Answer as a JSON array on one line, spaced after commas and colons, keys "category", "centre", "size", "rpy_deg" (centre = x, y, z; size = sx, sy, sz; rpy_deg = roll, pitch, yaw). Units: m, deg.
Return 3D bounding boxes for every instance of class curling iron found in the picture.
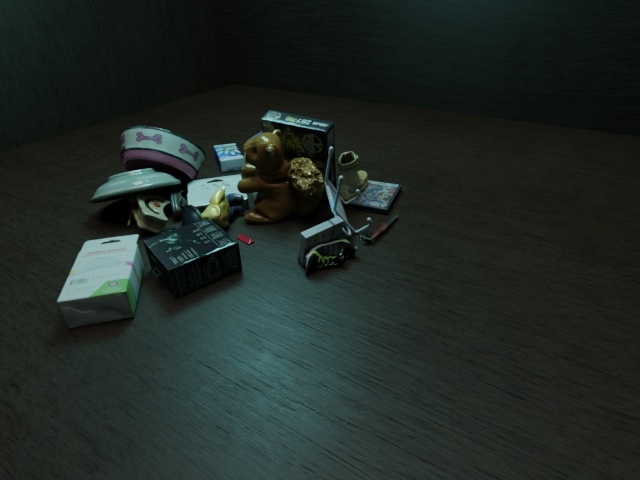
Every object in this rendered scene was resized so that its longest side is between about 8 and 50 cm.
[{"category": "curling iron", "centre": [0.253, -0.057, 1.780], "size": [0.068, 0.035, 0.274], "rpy_deg": [23, 40, 34]}]

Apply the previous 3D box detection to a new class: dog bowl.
[{"category": "dog bowl", "centre": [-0.789, -0.398, 2.087], "size": [0.408, 0.408, 0.150], "rpy_deg": [4, 74, 10]}]

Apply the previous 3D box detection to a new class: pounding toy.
[{"category": "pounding toy", "centre": [-0.761, -0.107, 1.880], "size": [0.154, 0.155, 0.269], "rpy_deg": [9, 30, -42]}]

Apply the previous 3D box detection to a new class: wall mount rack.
[{"category": "wall mount rack", "centre": [0.088, -0.197, 1.740], "size": [0.130, 0.304, 0.350], "rpy_deg": [-30, 43, 15]}]

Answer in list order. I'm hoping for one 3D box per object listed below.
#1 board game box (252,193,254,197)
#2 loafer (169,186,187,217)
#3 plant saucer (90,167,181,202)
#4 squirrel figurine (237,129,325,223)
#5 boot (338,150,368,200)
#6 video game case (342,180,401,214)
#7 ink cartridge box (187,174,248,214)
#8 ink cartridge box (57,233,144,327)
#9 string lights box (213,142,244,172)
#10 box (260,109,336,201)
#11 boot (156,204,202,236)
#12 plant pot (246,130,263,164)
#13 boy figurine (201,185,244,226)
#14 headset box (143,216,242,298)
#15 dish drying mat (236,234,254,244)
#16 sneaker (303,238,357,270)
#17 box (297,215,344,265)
[{"category": "board game box", "centre": [-0.296, -0.242, 2.115], "size": [0.090, 0.020, 0.090], "rpy_deg": [-10, 35, -13]}, {"category": "loafer", "centre": [-0.665, -0.190, 1.987], "size": [0.084, 0.096, 0.267], "rpy_deg": [-7, 30, -20]}, {"category": "plant saucer", "centre": [-0.864, -0.265, 1.960], "size": [0.400, 0.100, 0.400], "rpy_deg": [-13, 9, 2]}, {"category": "squirrel figurine", "centre": [-0.166, -0.289, 1.847], "size": [0.397, 0.370, 0.281], "rpy_deg": [6, 36, 7]}, {"category": "boot", "centre": [0.154, -0.329, 1.990], "size": [0.095, 0.203, 0.262], "rpy_deg": [18, 39, 27]}, {"category": "video game case", "centre": [0.239, -0.219, 2.038], "size": [0.248, 0.035, 0.275], "rpy_deg": [11, 34, 20]}, {"category": "ink cartridge box", "centre": [-0.501, -0.223, 2.037], "size": [0.275, 0.060, 0.239], "rpy_deg": [-9, 38, -13]}, {"category": "ink cartridge box", "centre": [-0.739, 0.126, 1.460], "size": [0.207, 0.119, 0.353], "rpy_deg": [-8, 34, -9]}, {"category": "string lights box", "centre": [-0.534, -0.484, 2.455], "size": [0.133, 0.077, 0.260], "rpy_deg": [-12, 34, -17]}, {"category": "box", "centre": [-0.089, -0.382, 1.934], "size": [0.318, 0.395, 0.097], "rpy_deg": [19, 52, 19]}, {"category": "boot", "centre": [-0.591, -0.055, 1.761], "size": [0.207, 0.094, 0.246], "rpy_deg": [-22, 43, -35]}, {"category": "plant pot", "centre": [-0.245, -0.431, 2.224], "size": [0.212, 0.236, 0.236], "rpy_deg": [15, 35, 14]}, {"category": "boy figurine", "centre": [-0.418, -0.142, 1.798], "size": [0.092, 0.177, 0.285], "rpy_deg": [3, 13, 10]}, {"category": "headset box", "centre": [-0.476, 0.058, 1.544], "size": [0.283, 0.131, 0.246], "rpy_deg": [-25, 39, -32]}, {"category": "dish drying mat", "centre": [-0.312, -0.004, 1.750], "size": [0.083, 0.008, 0.032], "rpy_deg": [27, 43, 37]}, {"category": "sneaker", "centre": [0.043, 0.055, 1.568], "size": [0.234, 0.084, 0.097], "rpy_deg": [-27, 41, -34]}, {"category": "box", "centre": [0.000, 0.000, 1.597], "size": [0.186, 0.145, 0.038], "rpy_deg": [-24, 52, -32]}]
